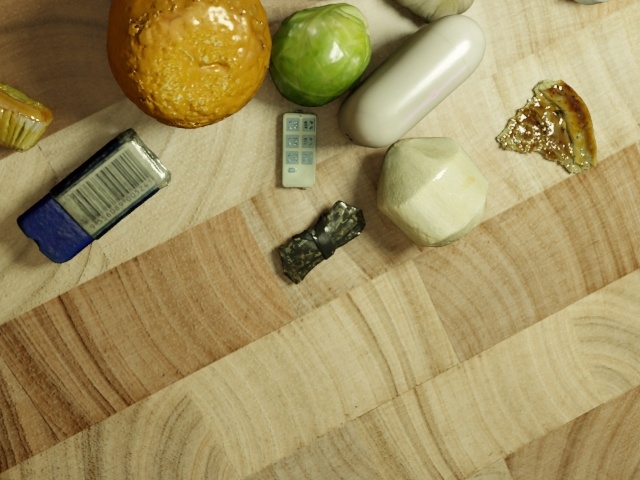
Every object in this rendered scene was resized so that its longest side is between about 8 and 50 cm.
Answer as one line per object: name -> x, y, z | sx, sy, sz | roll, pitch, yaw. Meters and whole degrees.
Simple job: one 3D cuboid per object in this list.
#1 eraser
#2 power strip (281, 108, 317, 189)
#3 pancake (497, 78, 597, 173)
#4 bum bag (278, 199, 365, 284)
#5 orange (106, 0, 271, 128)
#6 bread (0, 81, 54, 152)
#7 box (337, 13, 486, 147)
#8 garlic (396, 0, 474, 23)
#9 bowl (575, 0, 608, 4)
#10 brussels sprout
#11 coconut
eraser -> -0.503, -0.098, 1.523 | 0.332, 0.101, 0.155 | -38, 108, 2
power strip -> -0.052, -0.215, 1.609 | 0.081, 0.035, 0.192 | 0, 102, -10
pancake -> 0.570, -0.265, 1.697 | 0.244, 0.057, 0.266 | -21, 107, -4
bum bag -> 0.000, 0.000, 1.651 | 0.248, 0.069, 0.102 | -41, 129, 2
orange -> -0.269, -0.407, 1.385 | 0.340, 0.293, 0.341 | -13, 130, -15
bread -> -0.715, -0.286, 1.415 | 0.288, 0.152, 0.119 | 24, 104, -14
box -> 0.192, -0.344, 1.490 | 0.349, 0.289, 0.141 | -43, 100, 2
garlic -> 0.265, -0.604, 1.514 | 0.228, 0.152, 0.228 | -2, 108, -6
bowl -> 0.664, -0.689, 1.522 | 0.287, 0.144, 0.287 | -6, 103, -30
brussels sprout -> 0.003, -0.404, 1.483 | 0.244, 0.244, 0.244 | -2, 103, -10
coconut -> 0.250, -0.125, 1.580 | 0.266, 0.237, 0.237 | 42, 93, -14
